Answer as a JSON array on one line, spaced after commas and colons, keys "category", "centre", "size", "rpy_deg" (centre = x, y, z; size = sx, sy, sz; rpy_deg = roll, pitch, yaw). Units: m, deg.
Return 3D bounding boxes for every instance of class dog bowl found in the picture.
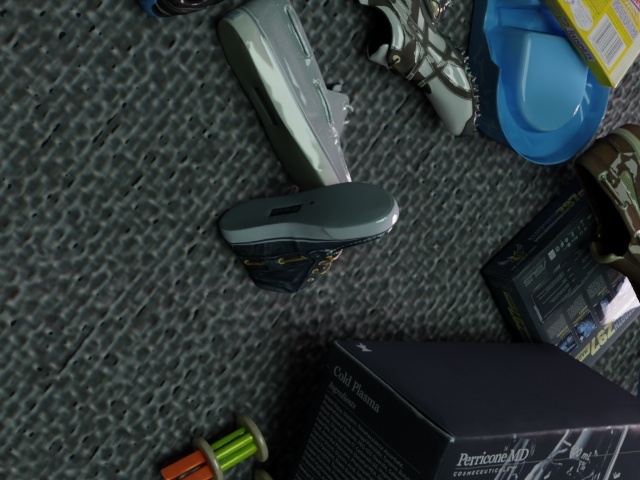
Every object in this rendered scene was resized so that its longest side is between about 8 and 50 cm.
[{"category": "dog bowl", "centre": [0.236, -0.233, 1.078], "size": [0.165, 0.074, 0.297], "rpy_deg": [0, 101, -33]}]

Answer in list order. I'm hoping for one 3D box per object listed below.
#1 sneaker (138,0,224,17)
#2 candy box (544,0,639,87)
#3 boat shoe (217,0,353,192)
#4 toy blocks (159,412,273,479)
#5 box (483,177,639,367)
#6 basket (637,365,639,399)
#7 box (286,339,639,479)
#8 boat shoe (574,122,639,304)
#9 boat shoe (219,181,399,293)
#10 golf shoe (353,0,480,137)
[{"category": "sneaker", "centre": [-0.068, -0.241, 0.872], "size": [0.188, 0.078, 0.067], "rpy_deg": [-32, 117, -24]}, {"category": "candy box", "centre": [0.277, -0.264, 1.035], "size": [0.206, 0.027, 0.105], "rpy_deg": [45, 74, -33]}, {"category": "boat shoe", "centre": [-0.010, -0.124, 0.938], "size": [0.081, 0.079, 0.228], "rpy_deg": [-36, 115, -17]}, {"category": "toy blocks", "centre": [-0.116, 0.252, 0.974], "size": [0.148, 0.054, 0.123], "rpy_deg": [-27, 116, -25]}, {"category": "box", "centre": [0.317, 0.036, 1.203], "size": [0.232, 0.059, 0.183], "rpy_deg": [-42, 119, -18]}, {"category": "basket", "centre": [0.454, 0.323, 1.294], "size": [0.255, 0.201, 0.289], "rpy_deg": [52, 46, -29]}, {"category": "box", "centre": [0.139, 0.278, 1.020], "size": [0.343, 0.179, 0.313], "rpy_deg": [5, 110, -40]}, {"category": "boat shoe", "centre": [0.344, 0.002, 1.132], "size": [0.095, 0.095, 0.258], "rpy_deg": [-27, 107, -12]}, {"category": "boat shoe", "centre": [0.000, 0.000, 0.925], "size": [0.083, 0.183, 0.065], "rpy_deg": [62, 40, -33]}, {"category": "golf shoe", "centre": [0.093, -0.182, 1.006], "size": [0.093, 0.077, 0.198], "rpy_deg": [-28, 112, -9]}]
